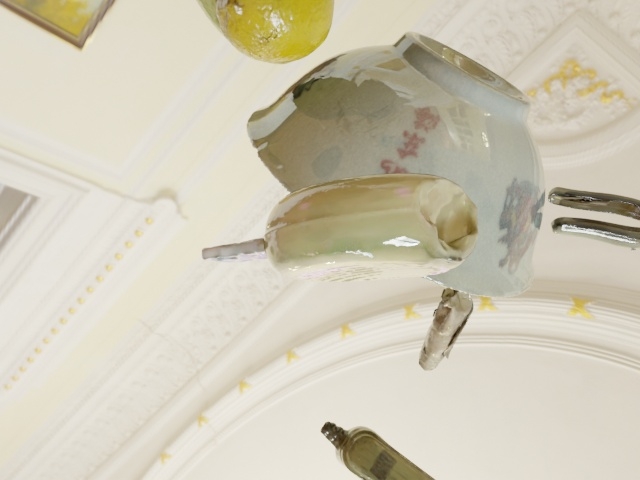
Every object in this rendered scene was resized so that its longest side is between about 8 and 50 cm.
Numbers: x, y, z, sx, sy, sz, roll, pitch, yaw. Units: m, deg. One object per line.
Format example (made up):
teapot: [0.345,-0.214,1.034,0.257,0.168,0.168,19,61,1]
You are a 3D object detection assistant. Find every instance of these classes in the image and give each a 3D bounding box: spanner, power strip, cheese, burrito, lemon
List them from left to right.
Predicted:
lemon: [-0.023,-0.130,0.359,0.062,0.083,0.062,10,-71,33]
cheese: [0.000,0.000,0.489,0.227,0.137,0.065,-10,-104,35]
power strip: [0.160,0.365,0.882,0.066,0.387,0.092,-54,180,-17]
burrito: [0.232,0.158,1.190,0.060,0.226,0.087,28,-124,16]
spanner: [0.504,-0.021,0.966,0.040,0.324,0.096,98,1,-53]

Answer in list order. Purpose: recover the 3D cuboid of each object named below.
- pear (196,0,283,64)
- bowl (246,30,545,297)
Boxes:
pear: [-0.102,-0.332,0.770,0.239,0.139,0.288,112,-37,-71]
bowl: [0.140,-0.140,0.834,0.196,0.434,0.435,-61,-140,25]
